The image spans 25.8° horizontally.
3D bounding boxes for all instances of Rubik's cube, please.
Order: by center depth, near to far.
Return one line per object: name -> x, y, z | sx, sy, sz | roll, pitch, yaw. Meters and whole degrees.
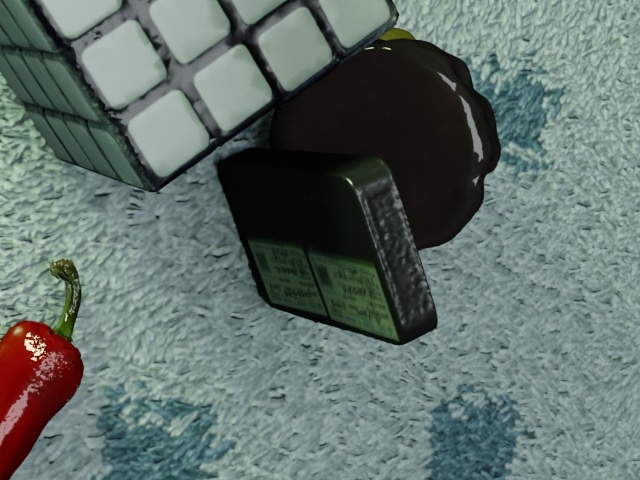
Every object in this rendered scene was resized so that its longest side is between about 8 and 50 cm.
Rubik's cube -> -0.186, -0.290, 1.475 | 0.337, 0.344, 0.344 | -37, 113, -15

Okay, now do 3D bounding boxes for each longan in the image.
longan -> 0.091, -0.253, 1.839 | 0.075, 0.075, 0.083 | 1, 52, -33

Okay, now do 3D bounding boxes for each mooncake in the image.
mooncake -> 0.081, -0.118, 1.743 | 0.283, 0.141, 0.283 | 2, 103, 10

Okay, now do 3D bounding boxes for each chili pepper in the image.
chili pepper -> -0.357, 0.202, 1.563 | 0.110, 0.110, 0.387 | 39, 75, -29

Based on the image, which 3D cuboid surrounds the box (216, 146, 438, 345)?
box -> 0.000, 0.000, 1.628 | 0.058, 0.350, 0.211 | -28, 109, -25
